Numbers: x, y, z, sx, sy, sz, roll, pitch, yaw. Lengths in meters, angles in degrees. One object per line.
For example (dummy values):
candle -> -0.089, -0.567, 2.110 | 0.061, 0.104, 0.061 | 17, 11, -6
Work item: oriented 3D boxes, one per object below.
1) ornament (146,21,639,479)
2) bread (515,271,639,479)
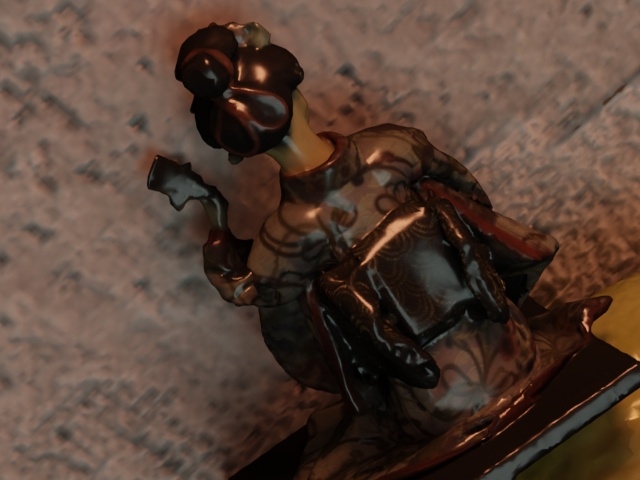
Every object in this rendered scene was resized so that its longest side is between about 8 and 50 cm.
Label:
ornament -> 0.000, 0.000, 0.750 | 0.166, 0.153, 0.196 | -34, 108, -7
bread -> 0.187, 0.156, 0.862 | 0.321, 0.237, 0.320 | -13, 140, -11
